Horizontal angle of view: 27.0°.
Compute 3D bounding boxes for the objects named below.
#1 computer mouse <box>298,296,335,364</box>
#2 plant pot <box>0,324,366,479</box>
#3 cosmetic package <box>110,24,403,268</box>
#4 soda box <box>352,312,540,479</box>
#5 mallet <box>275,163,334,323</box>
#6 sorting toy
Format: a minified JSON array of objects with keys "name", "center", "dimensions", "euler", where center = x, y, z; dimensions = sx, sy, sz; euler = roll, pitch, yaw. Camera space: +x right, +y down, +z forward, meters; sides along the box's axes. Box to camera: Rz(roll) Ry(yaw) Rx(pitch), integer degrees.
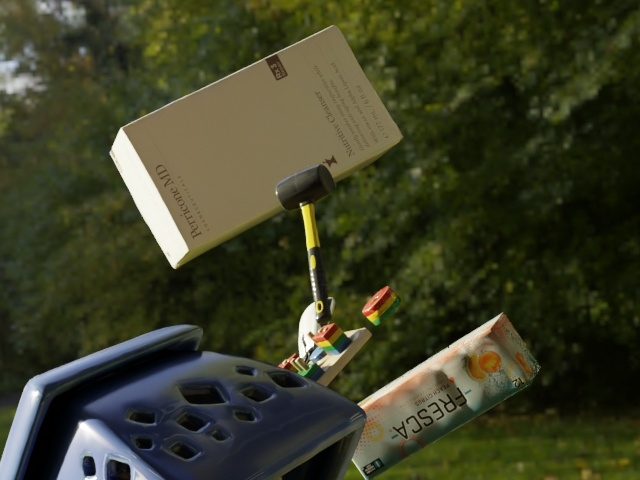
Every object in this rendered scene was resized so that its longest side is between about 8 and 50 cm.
[{"name":"computer mouse","center":[-0.021,0.168,2.324],"dimensions":[0.042,0.193,0.106],"euler":[28,-47,-11]},{"name":"plant pot","center":[-0.135,0.211,1.107],"dimensions":[0.212,0.236,0.236],"euler":[32,27,23]},{"name":"cosmetic package","center":[-0.101,-0.143,2.032],"dimensions":[0.385,0.217,0.156],"euler":[-30,-2,-21]},{"name":"soda box","center":[0.103,0.140,1.187],"dimensions":[0.183,0.063,0.058],"euler":[-34,-2,22]},{"name":"mallet","center":[0.000,0.000,1.443],"dimensions":[0.062,0.189,0.039],"euler":[-30,-37,19]},{"name":"sorting toy","center":[-0.019,0.158,1.644],"dimensions":[0.274,0.046,0.132],"euler":[-47,7,-16]}]
